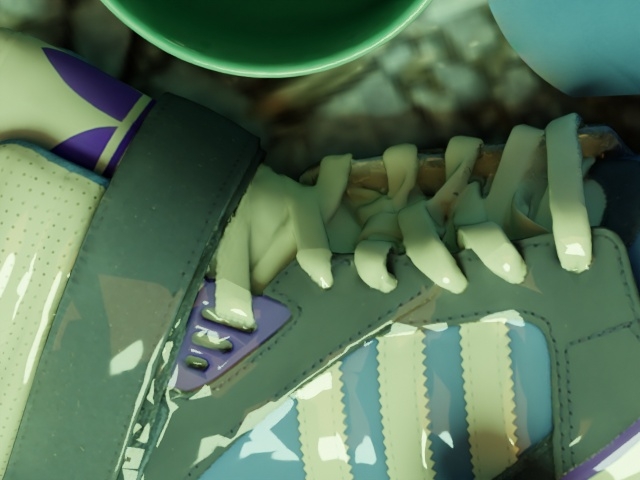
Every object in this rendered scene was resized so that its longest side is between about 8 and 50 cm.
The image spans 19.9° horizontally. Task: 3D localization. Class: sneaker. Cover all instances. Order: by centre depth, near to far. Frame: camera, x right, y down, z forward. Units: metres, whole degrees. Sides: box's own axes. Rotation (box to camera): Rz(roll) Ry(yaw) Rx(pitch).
[{"bbox_3d":[0.000,0.000,0.587,0.323,0.130,0.236,-38,105,26],"label":"sneaker"}]

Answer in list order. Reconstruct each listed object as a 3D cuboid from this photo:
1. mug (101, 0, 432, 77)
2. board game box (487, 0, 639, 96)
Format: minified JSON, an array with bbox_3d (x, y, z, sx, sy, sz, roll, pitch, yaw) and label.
[{"bbox_3d":[-0.020,-0.134,0.557,0.129,0.097,0.158,-35,101,20],"label":"mug"},{"bbox_3d":[0.133,-0.102,0.560,0.168,0.033,0.133,-2,142,4],"label":"board game box"}]
